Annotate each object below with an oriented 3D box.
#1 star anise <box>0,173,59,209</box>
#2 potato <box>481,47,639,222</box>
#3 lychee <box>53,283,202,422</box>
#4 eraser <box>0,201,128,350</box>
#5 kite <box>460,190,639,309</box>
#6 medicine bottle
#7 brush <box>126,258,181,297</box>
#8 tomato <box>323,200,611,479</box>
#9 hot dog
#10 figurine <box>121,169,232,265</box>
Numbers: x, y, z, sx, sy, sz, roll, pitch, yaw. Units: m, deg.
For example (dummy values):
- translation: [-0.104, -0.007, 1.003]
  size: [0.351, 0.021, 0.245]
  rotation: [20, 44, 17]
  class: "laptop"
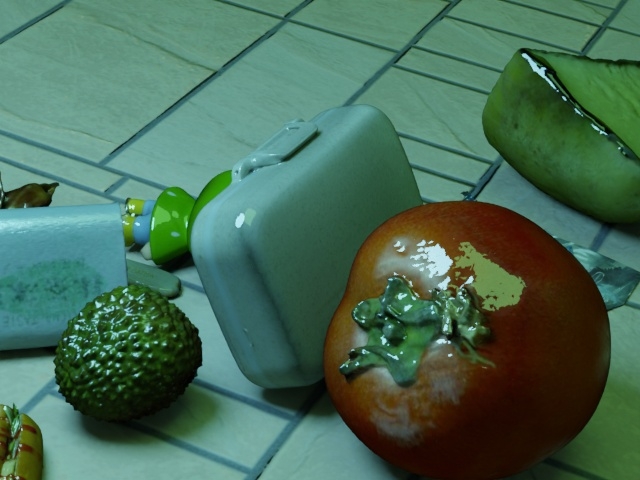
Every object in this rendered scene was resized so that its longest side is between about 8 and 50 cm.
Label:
- translation: [-0.482, -0.022, 1.815]
  size: [0.346, 0.237, 0.148]
  rotation: [-18, 2, -23]
  class: "star anise"
- translation: [0.421, -0.112, 2.101]
  size: [0.330, 0.213, 0.280]
  rotation: [-2, 47, -38]
  class: "potato"
- translation: [-0.226, 0.131, 1.636]
  size: [0.171, 0.171, 0.171]
  rotation: [4, 34, -3]
  class: "lychee"
- translation: [-0.350, 0.047, 1.736]
  size: [0.227, 0.174, 0.081]
  rotation: [-4, 2, -15]
  class: "eraser"
- translation: [0.292, 0.019, 2.015]
  size: [0.310, 0.015, 0.169]
  rotation: [27, 39, 27]
  class: "kite"
- translation: [0.000, 0.000, 1.763]
  size: [0.123, 0.282, 0.375]
  rotation: [-8, 23, 37]
  class: "medicine bottle"
- translation: [-0.335, 0.013, 1.913]
  size: [0.336, 0.020, 0.085]
  rotation: [18, 35, 17]
  class: "brush"
- translation: [0.172, 0.114, 1.616]
  size: [0.321, 0.321, 0.321]
  rotation: [4, 34, -3]
  class: "tomato"
- translation: [-0.345, 0.253, 1.504]
  size: [0.104, 0.076, 0.250]
  rotation: [1, 36, -6]
  class: "hot dog"
- translation: [-0.142, -0.019, 1.900]
  size: [0.263, 0.143, 0.162]
  rotation: [4, 38, 18]
  class: "figurine"
